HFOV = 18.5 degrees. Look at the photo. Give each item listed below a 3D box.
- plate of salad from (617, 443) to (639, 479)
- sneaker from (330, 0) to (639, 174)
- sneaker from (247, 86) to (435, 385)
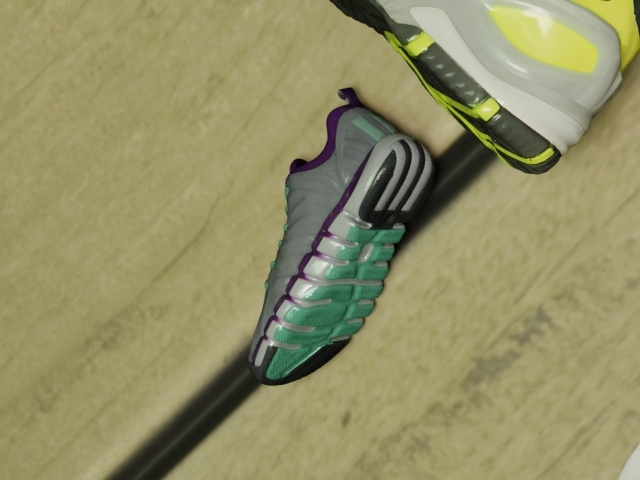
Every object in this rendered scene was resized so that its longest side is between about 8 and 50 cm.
[{"bbox_3d":[0.286,0.210,1.327,0.200,0.048,0.200,7,105,29],"label":"plate of salad"},{"bbox_3d":[0.064,-0.216,1.325,0.147,0.145,0.384,-43,75,-1],"label":"sneaker"},{"bbox_3d":[0.000,0.000,1.439,0.098,0.083,0.223,49,118,36],"label":"sneaker"}]
